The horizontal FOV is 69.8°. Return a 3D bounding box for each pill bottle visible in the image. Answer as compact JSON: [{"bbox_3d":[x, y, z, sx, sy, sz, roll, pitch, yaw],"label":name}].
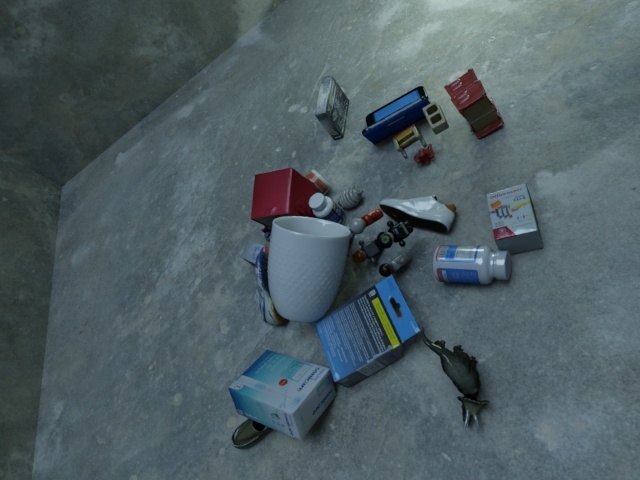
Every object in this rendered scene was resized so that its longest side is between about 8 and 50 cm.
[{"bbox_3d":[0.485,0.078,1.469,0.221,0.124,0.125,1,65,35],"label":"pill bottle"},{"bbox_3d":[0.025,-0.122,1.871,0.094,0.169,0.094,-16,56,26],"label":"pill bottle"},{"bbox_3d":[-0.065,-0.196,2.009,0.216,0.121,0.121,-46,48,2],"label":"pill bottle"}]

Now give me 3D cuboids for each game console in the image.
[{"bbox_3d":[0.308,-0.555,1.939,0.292,0.250,0.174,-26,79,20],"label":"game console"}]

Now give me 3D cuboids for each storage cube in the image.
[{"bbox_3d":[-0.152,-0.163,1.863,0.214,0.183,0.194,-5,73,30],"label":"storage cube"}]

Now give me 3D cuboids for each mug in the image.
[{"bbox_3d":[-0.072,0.092,1.666,0.374,0.275,0.329,-145,60,-60],"label":"mug"}]

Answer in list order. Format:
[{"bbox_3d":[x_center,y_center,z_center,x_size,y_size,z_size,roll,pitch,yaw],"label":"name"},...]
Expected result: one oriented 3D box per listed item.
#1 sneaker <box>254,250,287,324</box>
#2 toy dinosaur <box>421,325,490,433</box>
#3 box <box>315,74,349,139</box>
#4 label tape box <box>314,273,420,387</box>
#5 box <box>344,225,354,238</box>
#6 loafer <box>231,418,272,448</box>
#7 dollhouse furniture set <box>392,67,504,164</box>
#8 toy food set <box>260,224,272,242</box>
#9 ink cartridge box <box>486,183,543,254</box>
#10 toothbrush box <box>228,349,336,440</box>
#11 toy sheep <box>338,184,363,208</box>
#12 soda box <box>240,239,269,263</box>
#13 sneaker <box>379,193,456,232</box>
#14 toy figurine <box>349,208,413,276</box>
[{"bbox_3d":[-0.224,0.194,1.827,0.130,0.111,0.297,-12,90,42],"label":"sneaker"},{"bbox_3d":[0.396,0.367,1.305,0.120,0.314,0.160,-25,14,8],"label":"toy dinosaur"},{"bbox_3d":[0.057,-0.616,2.132,0.056,0.183,0.231,-7,61,31],"label":"box"},{"bbox_3d":[0.168,0.309,1.561,0.333,0.106,0.241,-34,49,14],"label":"label tape box"},{"bbox_3d":[0.000,0.000,1.845,0.232,0.044,0.159,-3,26,34],"label":"box"},{"bbox_3d":[-0.230,0.658,1.642,0.251,0.087,0.094,-37,49,11],"label":"loafer"},{"bbox_3d":[0.472,-0.443,1.744,0.373,0.201,0.152,-30,51,25],"label":"dollhouse furniture set"},{"bbox_3d":[-0.197,-0.062,2.032,0.111,0.104,0.233,-14,57,27],"label":"toy food set"},{"bbox_3d":[0.616,-0.064,1.459,0.128,0.127,0.177,-16,55,27],"label":"ink cartridge box"},{"bbox_3d":[-0.129,0.517,1.569,0.295,0.126,0.216,7,32,37],"label":"toothbrush box"},{"bbox_3d":[0.124,-0.178,1.895,0.132,0.091,0.091,-34,47,38],"label":"toy sheep"},{"bbox_3d":[-0.209,0.089,1.958,0.286,0.098,0.091,19,75,41],"label":"soda box"},{"bbox_3d":[0.362,-0.118,1.696,0.289,0.106,0.123,20,67,32],"label":"sneaker"},{"bbox_3d":[0.208,0.012,1.626,0.148,0.210,0.213,-28,41,-34],"label":"toy figurine"}]
